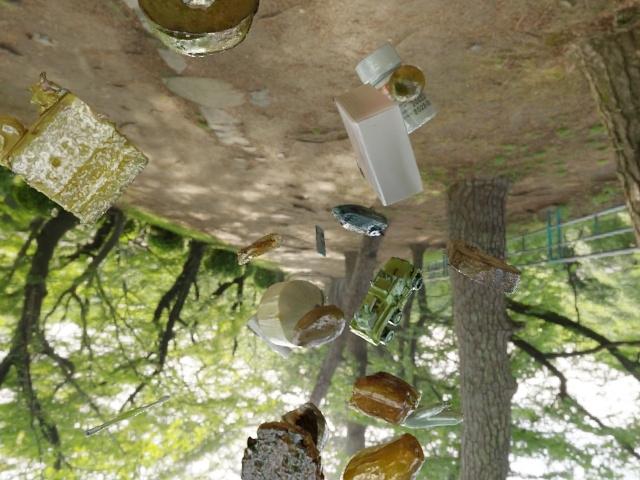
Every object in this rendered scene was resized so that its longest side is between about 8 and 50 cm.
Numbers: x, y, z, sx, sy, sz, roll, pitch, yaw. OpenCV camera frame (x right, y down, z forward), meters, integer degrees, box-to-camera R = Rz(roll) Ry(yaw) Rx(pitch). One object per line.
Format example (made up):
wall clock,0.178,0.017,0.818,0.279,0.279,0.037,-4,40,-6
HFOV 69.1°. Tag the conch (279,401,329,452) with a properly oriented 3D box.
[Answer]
conch,-0.045,0.737,1.762,0.159,0.210,0.291,38,-176,-37

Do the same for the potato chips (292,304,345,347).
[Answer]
potato chips,0.001,0.300,1.584,0.202,0.150,0.049,-13,-151,-27

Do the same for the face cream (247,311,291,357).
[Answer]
face cream,-0.250,0.476,2.323,0.082,0.269,0.082,-44,-179,1

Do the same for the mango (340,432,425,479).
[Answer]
mango,0.154,0.639,1.265,0.187,0.144,0.359,-44,171,-42

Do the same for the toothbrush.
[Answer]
toothbrush,-0.594,0.539,1.431,0.263,0.022,0.026,-21,175,-16

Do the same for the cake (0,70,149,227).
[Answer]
cake,-0.592,-0.209,1.055,0.223,0.227,0.286,18,157,47

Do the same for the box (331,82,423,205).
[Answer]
box,0.124,-0.224,1.054,0.106,0.203,0.251,-21,-151,4

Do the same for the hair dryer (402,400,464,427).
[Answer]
hair dryer,0.381,0.539,1.468,0.207,0.075,0.237,4,148,-7

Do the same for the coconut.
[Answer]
coconut,-0.115,0.319,2.049,0.324,0.322,0.323,1,173,0

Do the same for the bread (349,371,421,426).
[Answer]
bread,0.153,0.340,1.017,0.139,0.077,0.271,16,172,21

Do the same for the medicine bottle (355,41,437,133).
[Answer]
medicine bottle,0.222,-0.442,1.372,0.145,0.252,0.144,-33,-174,4

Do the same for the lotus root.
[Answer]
lotus root,0.464,0.069,1.384,0.261,0.074,0.170,33,-159,32

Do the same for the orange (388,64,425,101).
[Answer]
orange,0.208,-0.379,1.132,0.085,0.085,0.095,4,159,-23

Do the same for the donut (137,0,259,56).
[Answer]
donut,-0.280,-0.538,1.079,0.272,0.271,0.107,2,157,-8

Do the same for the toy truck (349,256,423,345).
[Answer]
toy truck,0.188,0.161,1.352,0.128,0.259,0.135,25,161,36

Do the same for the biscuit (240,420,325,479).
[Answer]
biscuit,-0.117,0.730,1.460,0.290,0.333,0.081,1,-179,24

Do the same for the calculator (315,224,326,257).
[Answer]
calculator,0.000,0.000,2.064,0.018,0.171,0.057,-34,127,25

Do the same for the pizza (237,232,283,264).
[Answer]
pizza,-0.223,0.029,1.638,0.134,0.056,0.271,-34,-171,-31

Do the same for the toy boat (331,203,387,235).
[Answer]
toy boat,0.124,-0.079,1.549,0.093,0.103,0.246,-35,147,32
